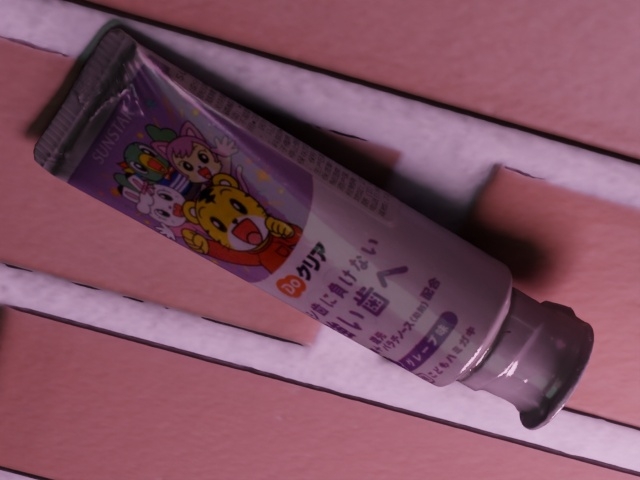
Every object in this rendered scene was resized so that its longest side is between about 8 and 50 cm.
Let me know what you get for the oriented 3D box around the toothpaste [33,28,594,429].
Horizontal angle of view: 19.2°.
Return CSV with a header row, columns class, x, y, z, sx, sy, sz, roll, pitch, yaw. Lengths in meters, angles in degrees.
class,x,y,z,sx,sy,sz,roll,pitch,yaw
toothpaste,0.000,0.000,0.976,0.299,0.073,0.114,29,138,-11
